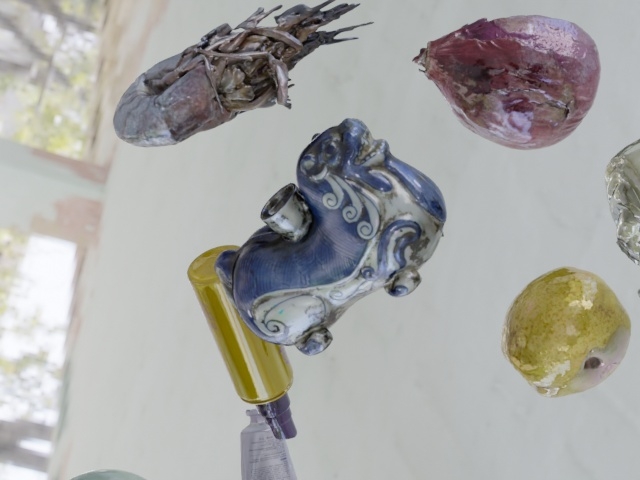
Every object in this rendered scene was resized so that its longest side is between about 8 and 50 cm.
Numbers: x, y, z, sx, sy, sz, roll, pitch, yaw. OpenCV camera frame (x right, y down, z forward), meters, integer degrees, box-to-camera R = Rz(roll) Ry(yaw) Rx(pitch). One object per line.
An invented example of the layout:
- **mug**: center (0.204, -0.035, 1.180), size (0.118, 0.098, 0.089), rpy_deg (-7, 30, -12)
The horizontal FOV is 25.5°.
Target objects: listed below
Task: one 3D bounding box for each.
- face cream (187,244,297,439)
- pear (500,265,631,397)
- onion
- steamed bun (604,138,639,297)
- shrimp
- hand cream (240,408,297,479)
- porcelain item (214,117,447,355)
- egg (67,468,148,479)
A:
- **face cream**: center (-0.083, 0.136, 1.725), size (0.078, 0.078, 0.273), rpy_deg (-104, 175, -60)
- **pear**: center (0.324, 0.126, 1.884), size (0.178, 0.178, 0.178), rpy_deg (-164, -90, -74)
- **onion**: center (0.276, -0.228, 2.123), size (0.120, 0.284, 0.227), rpy_deg (-85, -173, -51)
- **steamed bun**: center (0.480, -0.016, 1.491), size (0.339, 0.352, 0.247), rpy_deg (75, 28, -50)
- **shrimp**: center (-0.088, -0.204, 1.668), size (0.116, 0.343, 0.145), rpy_deg (64, -4, -14)
- **hand cream**: center (-0.073, 0.290, 1.861), size (0.053, 0.084, 0.142), rpy_deg (164, -84, -74)
- **porcelain item**: center (0.000, 0.000, 1.537), size (0.288, 0.186, 0.138), rpy_deg (-34, -161, 36)
- **egg**: center (-0.258, 0.449, 1.628), size (0.230, 0.230, 0.371), rpy_deg (139, -41, -63)
